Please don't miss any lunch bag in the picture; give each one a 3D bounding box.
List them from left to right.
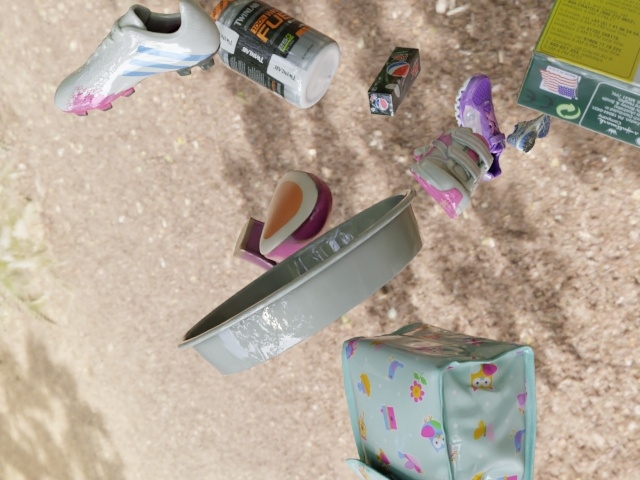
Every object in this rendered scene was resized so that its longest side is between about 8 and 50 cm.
[{"bbox_3d":[0.140,0.246,0.950,0.223,0.160,0.262,6,102,62],"label":"lunch bag"}]

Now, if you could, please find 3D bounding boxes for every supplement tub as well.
[{"bbox_3d":[-0.125,-0.487,2.017,0.316,0.193,0.194,31,132,14],"label":"supplement tub"}]

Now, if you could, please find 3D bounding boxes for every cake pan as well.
[{"bbox_3d":[-0.014,0.046,0.826,0.054,0.293,0.293,57,145,-5],"label":"cake pan"}]

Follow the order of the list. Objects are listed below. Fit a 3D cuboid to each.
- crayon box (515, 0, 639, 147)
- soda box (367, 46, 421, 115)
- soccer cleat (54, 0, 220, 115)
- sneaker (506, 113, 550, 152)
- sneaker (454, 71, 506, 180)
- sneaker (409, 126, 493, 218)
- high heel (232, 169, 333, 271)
[{"bbox_3d":[0.341,-0.234,0.771,0.202,0.319,0.081,23,155,12],"label":"crayon box"},{"bbox_3d":[0.154,-0.331,1.640,0.053,0.169,0.060,11,140,23],"label":"soda box"},{"bbox_3d":[-0.339,-0.333,1.384,0.116,0.331,0.143,-99,-15,-44],"label":"soccer cleat"},{"bbox_3d":[0.437,-0.236,1.668,0.058,0.135,0.052,23,135,35],"label":"sneaker"},{"bbox_3d":[0.339,-0.226,1.639,0.104,0.095,0.237,24,123,47],"label":"sneaker"},{"bbox_3d":[0.211,-0.123,1.241,0.111,0.252,0.103,-38,106,19],"label":"sneaker"},{"bbox_3d":[0.000,0.000,1.124,0.377,0.181,0.127,160,129,-73],"label":"high heel"}]
